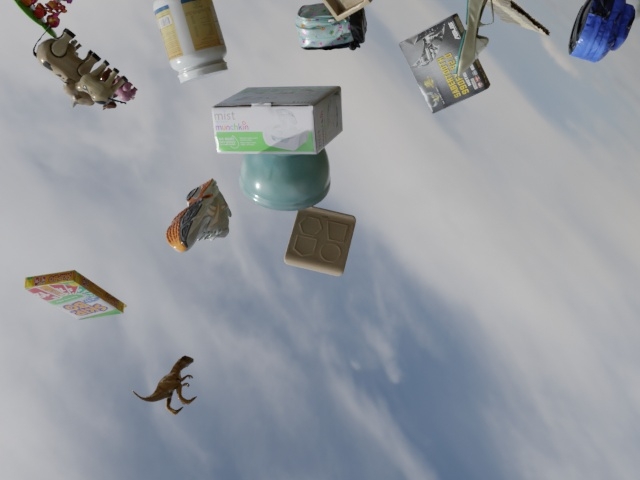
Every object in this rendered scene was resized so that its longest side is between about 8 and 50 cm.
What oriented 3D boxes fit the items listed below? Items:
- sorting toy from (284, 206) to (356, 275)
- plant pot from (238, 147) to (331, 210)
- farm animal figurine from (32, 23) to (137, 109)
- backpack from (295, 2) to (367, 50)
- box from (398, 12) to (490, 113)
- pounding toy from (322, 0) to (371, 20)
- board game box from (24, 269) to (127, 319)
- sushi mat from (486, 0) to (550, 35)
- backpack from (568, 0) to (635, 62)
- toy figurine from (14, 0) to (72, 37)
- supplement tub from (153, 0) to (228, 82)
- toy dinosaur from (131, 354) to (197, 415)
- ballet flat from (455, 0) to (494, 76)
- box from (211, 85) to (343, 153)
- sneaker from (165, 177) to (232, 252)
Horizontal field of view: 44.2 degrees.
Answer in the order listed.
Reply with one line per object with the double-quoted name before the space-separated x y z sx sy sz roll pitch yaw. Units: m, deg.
"sorting toy" 0.000 0.000 2.499 0.192 0.038 0.208 13 -112 4
"plant pot" -0.106 -0.258 2.417 0.292 0.196 0.293 3 -136 -3
"farm animal figurine" -0.724 -0.492 2.375 0.326 0.172 0.330 42 177 -13
"backpack" 0.026 -0.565 2.074 0.152 0.181 0.115 -74 -22 -59
"box" 0.358 -0.509 2.274 0.231 0.183 0.056 62 -149 -11
"pounding toy" 0.078 -0.552 1.673 0.130 0.141 0.100 50 -124 -20
"board game box" -0.564 0.134 1.841 0.259 0.124 0.039 55 -152 -65
"sushi mat" 0.519 -0.633 2.184 0.151 0.019 0.316 30 -166 -20
"backpack" 0.525 -0.396 1.477 0.101 0.120 0.098 23 175 11
"toy figurine" -0.797 -0.721 2.345 0.173 0.159 0.130 47 -170 -20
"supplement tub" -0.309 -0.493 1.900 0.144 0.144 0.200 -36 -67 -63
"toy dinosaur" -0.343 0.335 1.751 0.112 0.064 0.211 51 -152 -4
"ballet flat" 0.408 -0.551 2.057 0.086 0.249 0.086 6 -166 -2
"box" -0.100 -0.303 1.945 0.231 0.261 0.127 -54 -37 -62
"sneaker" -0.257 -0.037 1.786 0.121 0.099 0.262 52 -153 -20
